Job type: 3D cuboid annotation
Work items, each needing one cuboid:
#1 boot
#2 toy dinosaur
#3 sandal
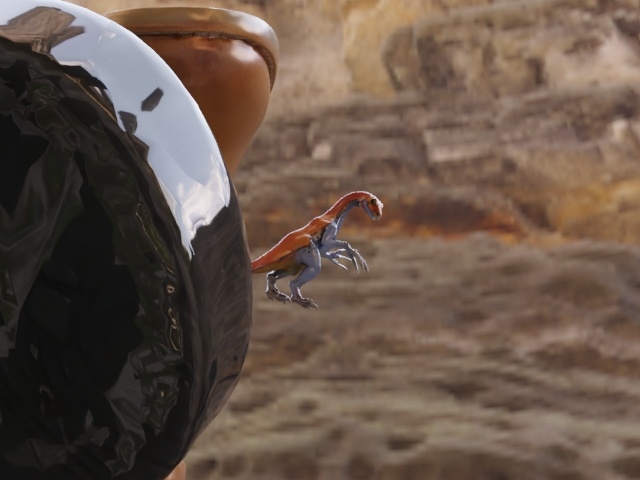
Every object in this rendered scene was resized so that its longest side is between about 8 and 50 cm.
[{"bbox_3d":[-0.057,0.029,0.582,0.073,0.152,0.197,5,-24,-17],"label":"boot"},{"bbox_3d":[0.000,0.000,1.123,0.090,0.082,0.047,34,-18,-36],"label":"toy dinosaur"},{"bbox_3d":[-0.235,0.025,0.502,0.445,0.107,0.168,-10,-71,27],"label":"sandal"}]
